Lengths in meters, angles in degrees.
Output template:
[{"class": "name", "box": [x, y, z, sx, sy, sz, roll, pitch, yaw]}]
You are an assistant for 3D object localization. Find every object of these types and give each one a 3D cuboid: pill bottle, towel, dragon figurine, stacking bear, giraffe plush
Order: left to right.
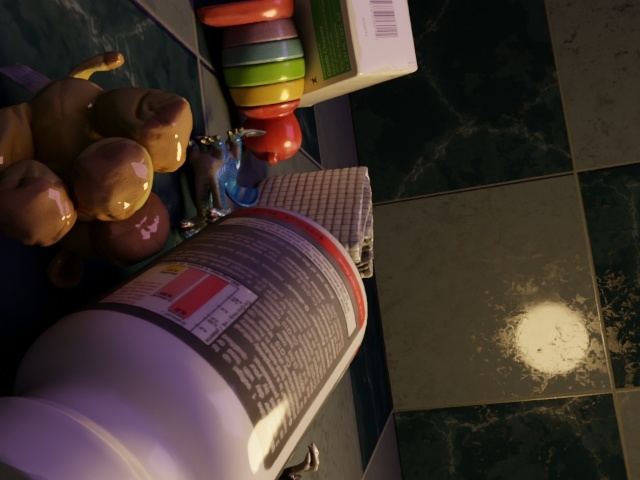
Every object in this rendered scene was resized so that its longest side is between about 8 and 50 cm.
[{"class": "giraffe plush", "box": [-0.199, -0.041, 0.513, 0.210, 0.181, 0.171, 47, -25, 39]}, {"class": "pill bottle", "box": [-0.110, 0.120, 0.495, 0.363, 0.210, 0.210, -43, 125, -59]}, {"class": "dragon figurine", "box": [-0.147, -0.092, 0.898, 0.289, 0.085, 0.144, -62, 142, -70]}, {"class": "stacking bear", "box": [-0.105, -0.288, 1.098, 0.175, 0.164, 0.289, -68, 152, -68]}, {"class": "towel", "box": [-0.013, -0.023, 1.138, 0.284, 0.234, 0.121, -83, 167, -52]}]

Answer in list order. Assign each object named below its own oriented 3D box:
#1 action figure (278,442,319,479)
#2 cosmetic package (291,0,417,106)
[{"class": "action figure", "box": [-0.083, 0.288, 0.801, 0.164, 0.140, 0.276, 63, 18, -61]}, {"class": "cosmetic package", "box": [0.005, -0.387, 1.178, 0.155, 0.365, 0.197, -16, 98, -34]}]
